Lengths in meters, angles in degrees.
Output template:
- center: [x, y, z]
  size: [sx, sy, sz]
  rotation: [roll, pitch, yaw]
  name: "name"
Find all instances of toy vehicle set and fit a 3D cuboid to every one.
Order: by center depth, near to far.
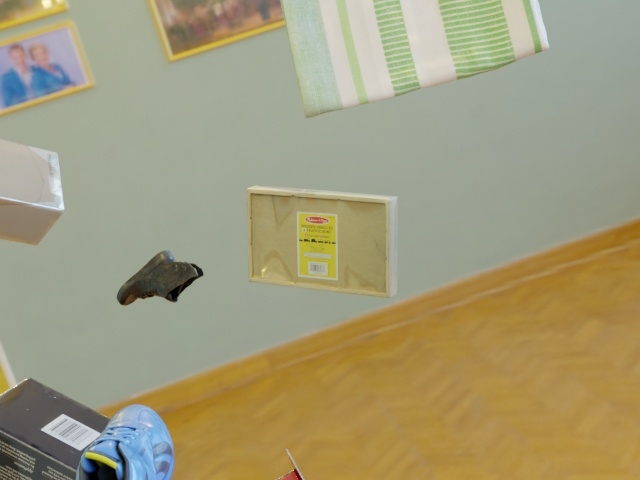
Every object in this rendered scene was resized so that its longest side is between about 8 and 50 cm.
- center: [0.000, 0.000, 1.716]
  size: [0.267, 0.166, 0.035]
  rotation: [6, 13, 25]
  name: "toy vehicle set"

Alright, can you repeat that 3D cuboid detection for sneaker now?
- center: [-0.176, 0.196, 0.907]
  size: [0.069, 0.082, 0.209]
  rotation: [-10, 26, 3]
  name: "sneaker"
- center: [-0.296, 0.085, 1.870]
  size: [0.170, 0.089, 0.051]
  rotation: [-43, -20, 15]
  name: "sneaker"

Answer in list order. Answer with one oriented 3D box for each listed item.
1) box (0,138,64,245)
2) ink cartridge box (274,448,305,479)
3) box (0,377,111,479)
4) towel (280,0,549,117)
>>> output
- center: [-0.622, -0.102, 1.789]
  size: [0.311, 0.148, 0.121]
  rotation: [11, -39, -39]
  name: "box"
- center: [-0.010, 0.473, 1.330]
  size: [0.130, 0.272, 0.309]
  rotation: [-26, 48, -11]
  name: "ink cartridge box"
- center: [-0.511, 0.495, 1.999]
  size: [0.343, 0.312, 0.179]
  rotation: [23, 26, 17]
  name: "box"
- center: [0.110, -0.316, 1.311]
  size: [0.325, 0.248, 0.038]
  rotation: [-13, -3, 3]
  name: "towel"
